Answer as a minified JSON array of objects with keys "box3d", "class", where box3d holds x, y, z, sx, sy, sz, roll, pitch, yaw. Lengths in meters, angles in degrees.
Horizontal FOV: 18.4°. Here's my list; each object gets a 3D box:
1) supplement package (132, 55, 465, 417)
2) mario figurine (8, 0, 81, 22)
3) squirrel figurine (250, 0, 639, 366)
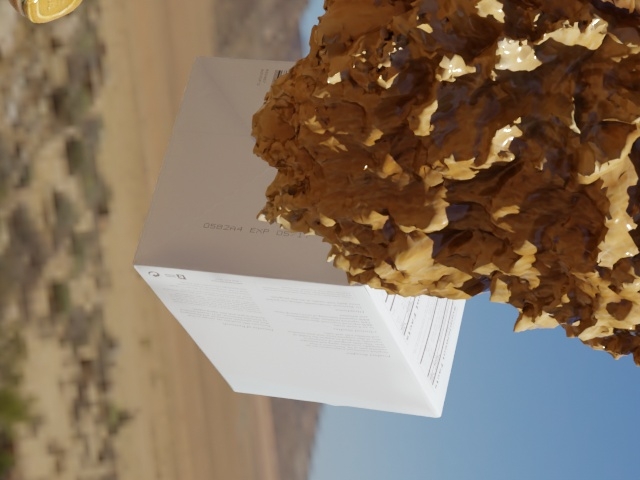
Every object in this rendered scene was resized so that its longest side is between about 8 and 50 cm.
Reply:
[{"box3d":[0.000,0.000,1.654,0.263,0.199,0.198,59,41,-58],"class":"supplement package"},{"box3d":[-0.252,-0.262,1.090,0.321,0.198,0.170,62,-39,19],"class":"mario figurine"},{"box3d":[0.131,-0.140,0.879,0.397,0.370,0.281,-60,-150,1],"class":"squirrel figurine"}]
